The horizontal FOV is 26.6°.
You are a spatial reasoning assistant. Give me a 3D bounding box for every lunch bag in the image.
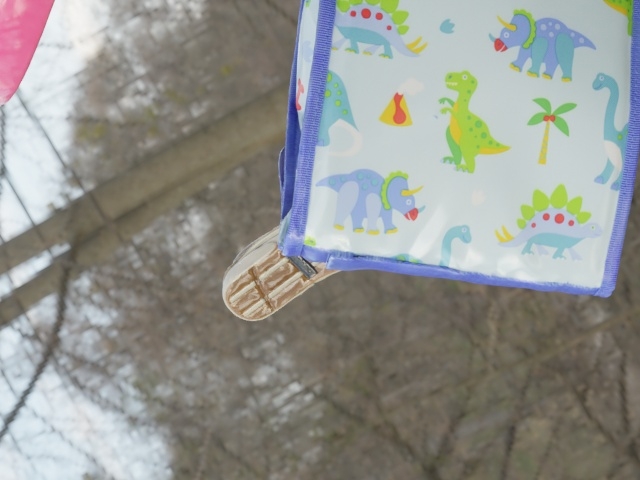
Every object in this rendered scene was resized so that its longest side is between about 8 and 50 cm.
[{"bbox_3d":[0.053,-0.056,0.523,0.096,0.129,0.151,114,162,-68],"label":"lunch bag"}]

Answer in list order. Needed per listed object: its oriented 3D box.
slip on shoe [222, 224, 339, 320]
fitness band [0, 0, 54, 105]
[{"bbox_3d":[0.000,0.000,0.816,0.051,0.135,0.041,48,-161,-24],"label":"slip on shoe"},{"bbox_3d":[-0.161,-0.215,0.787,0.054,0.209,0.291,23,-125,-28],"label":"fitness band"}]
